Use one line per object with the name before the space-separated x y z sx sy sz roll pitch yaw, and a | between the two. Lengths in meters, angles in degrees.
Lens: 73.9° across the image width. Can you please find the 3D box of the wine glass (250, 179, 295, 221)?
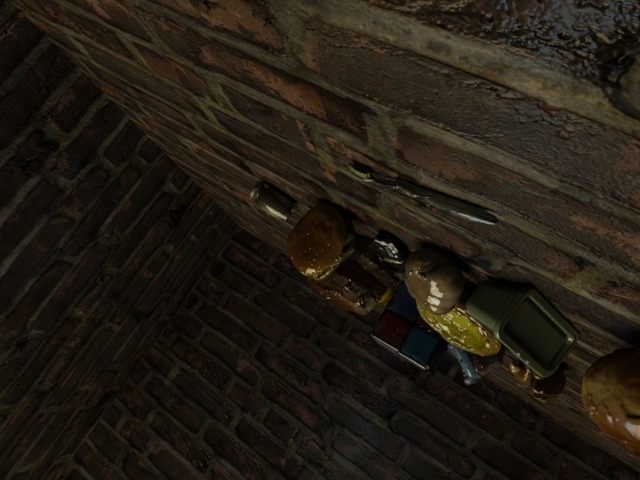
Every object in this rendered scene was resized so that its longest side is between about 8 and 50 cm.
wine glass | -0.216 -0.176 1.933 0.204 0.111 0.111 35 170 1

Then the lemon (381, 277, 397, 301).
lemon | 0.264 0.225 2.126 0.244 0.186 0.187 -5 154 20

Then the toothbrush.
toothbrush | 0.232 -0.117 1.034 0.414 0.035 0.042 27 165 34

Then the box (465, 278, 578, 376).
box | 0.595 0.251 1.289 0.312 0.175 0.182 38 178 -24

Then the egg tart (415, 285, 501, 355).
egg tart | 0.519 0.277 1.559 0.345 0.132 0.345 41 160 19

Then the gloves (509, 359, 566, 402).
gloves | 0.886 0.543 1.735 0.203 0.155 0.356 36 -172 29

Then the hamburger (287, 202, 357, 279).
hamburger | -0.001 0.000 1.634 0.145 0.283 0.259 30 -164 -44

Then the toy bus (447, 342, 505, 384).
toy bus | 0.751 0.545 2.011 0.294 0.232 0.197 47 -161 -60

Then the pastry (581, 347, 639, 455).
pastry | 0.838 0.408 0.994 0.410 0.245 0.409 33 173 5

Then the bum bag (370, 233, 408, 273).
bum bag | 0.288 0.071 1.612 0.142 0.079 0.326 16 160 49

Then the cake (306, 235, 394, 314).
cake | 0.140 0.144 1.842 0.256 0.290 0.282 39 166 -34

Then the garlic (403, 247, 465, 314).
garlic | 0.371 0.126 1.389 0.227 0.152 0.227 54 158 34

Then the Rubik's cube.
Rubik's cube | 0.472 0.439 2.088 0.313 0.318 0.316 27 169 27
